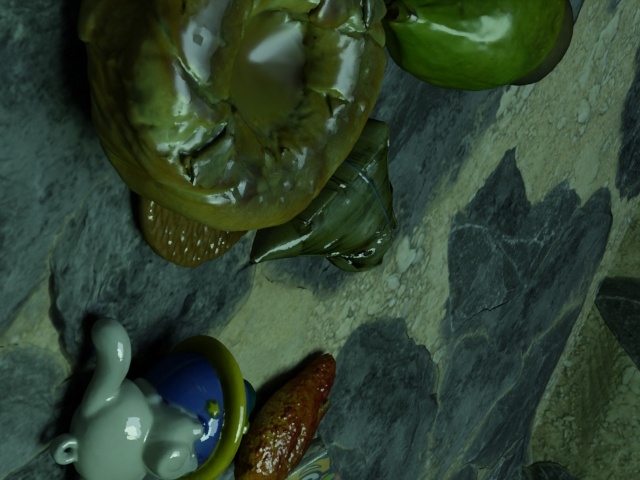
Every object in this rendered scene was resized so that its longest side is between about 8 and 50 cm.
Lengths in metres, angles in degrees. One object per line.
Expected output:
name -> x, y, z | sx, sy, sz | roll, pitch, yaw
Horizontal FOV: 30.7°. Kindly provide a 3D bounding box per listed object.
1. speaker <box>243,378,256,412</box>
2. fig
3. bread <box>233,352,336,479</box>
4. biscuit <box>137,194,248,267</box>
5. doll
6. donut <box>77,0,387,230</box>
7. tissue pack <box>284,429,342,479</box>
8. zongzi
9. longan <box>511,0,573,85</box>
speaker -> -0.141, 0.227, 1.611 | 0.094, 0.060, 0.075 | -32, 161, 21
fig -> 0.171, -0.317, 1.479 | 0.314, 0.233, 0.233 | 28, 90, -53
bread -> -0.042, 0.277, 1.772 | 0.269, 0.095, 0.139 | -37, 151, -47
biscuit -> -0.122, -0.091, 1.364 | 0.262, 0.037, 0.262 | -41, 146, -36
doll -> -0.200, 0.253, 1.408 | 0.243, 0.160, 0.311 | -1, 118, -61
donut -> -0.079, -0.194, 1.179 | 0.360, 0.170, 0.360 | -25, 124, -42
tissue pack -> -0.029, 0.377, 1.893 | 0.109, 0.060, 0.148 | -30, 146, -7
zongzi -> 0.000, 0.000, 1.530 | 0.274, 0.125, 0.250 | -58, 152, -31
longan -> 0.296, -0.322, 1.747 | 0.189, 0.189, 0.189 | -40, 145, -36
